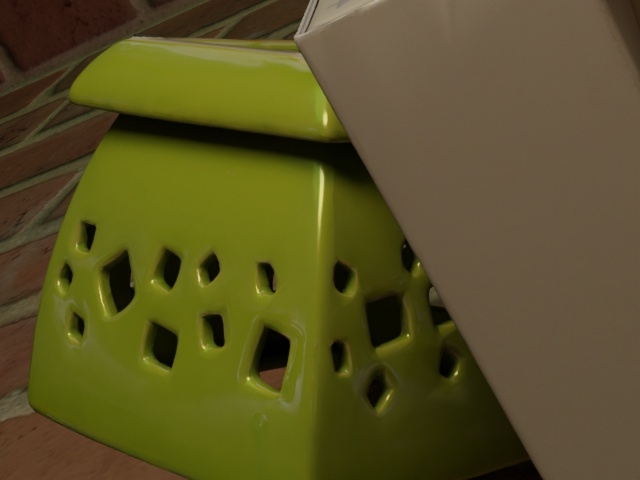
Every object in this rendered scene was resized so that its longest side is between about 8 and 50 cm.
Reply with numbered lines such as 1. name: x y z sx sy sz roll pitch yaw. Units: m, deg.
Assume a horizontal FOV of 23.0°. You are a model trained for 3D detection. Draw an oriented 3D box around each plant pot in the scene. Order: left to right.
1. plant pot: 0.000 0.000 0.827 0.227 0.207 0.228 12 12 44

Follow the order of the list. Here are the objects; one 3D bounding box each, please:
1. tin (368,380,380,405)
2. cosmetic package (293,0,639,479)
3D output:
1. tin: -0.019 0.145 0.939 0.106 0.040 0.189 -14 25 51
2. cosmetic package: 0.118 -0.001 0.667 0.113 0.309 0.160 -23 21 18
